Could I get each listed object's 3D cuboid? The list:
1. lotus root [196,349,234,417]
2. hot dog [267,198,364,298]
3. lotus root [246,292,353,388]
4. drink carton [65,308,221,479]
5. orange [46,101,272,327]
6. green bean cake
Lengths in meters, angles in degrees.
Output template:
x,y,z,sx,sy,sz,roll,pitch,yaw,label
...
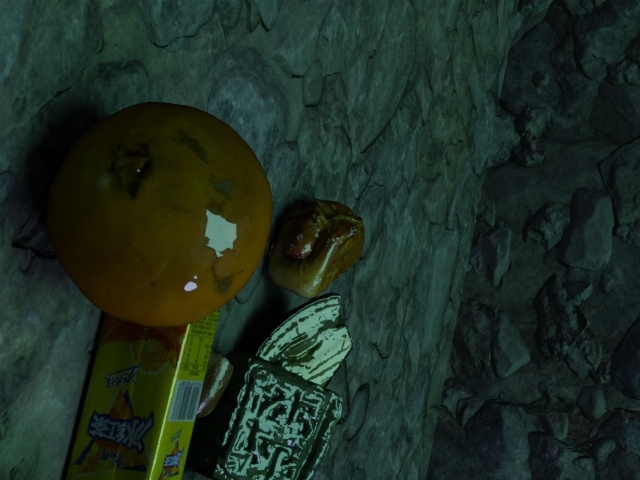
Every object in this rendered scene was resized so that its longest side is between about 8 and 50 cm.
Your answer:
x,y,z,sx,sy,sz,roll,pitch,yaw,label
-0.213,0.244,1.984,0.159,0.095,0.135,43,65,-57,lotus root
0.000,0.000,2.299,0.257,0.150,0.153,-37,143,-57,hot dog
-0.068,0.246,2.271,0.314,0.142,0.210,-39,112,-28,lotus root
-0.272,0.239,1.754,0.111,0.155,0.351,20,82,-67,drink carton
-0.216,-0.033,1.563,0.312,0.312,0.312,12,90,-67,orange
-0.098,0.352,2.104,0.255,0.132,0.241,31,75,-32,green bean cake
